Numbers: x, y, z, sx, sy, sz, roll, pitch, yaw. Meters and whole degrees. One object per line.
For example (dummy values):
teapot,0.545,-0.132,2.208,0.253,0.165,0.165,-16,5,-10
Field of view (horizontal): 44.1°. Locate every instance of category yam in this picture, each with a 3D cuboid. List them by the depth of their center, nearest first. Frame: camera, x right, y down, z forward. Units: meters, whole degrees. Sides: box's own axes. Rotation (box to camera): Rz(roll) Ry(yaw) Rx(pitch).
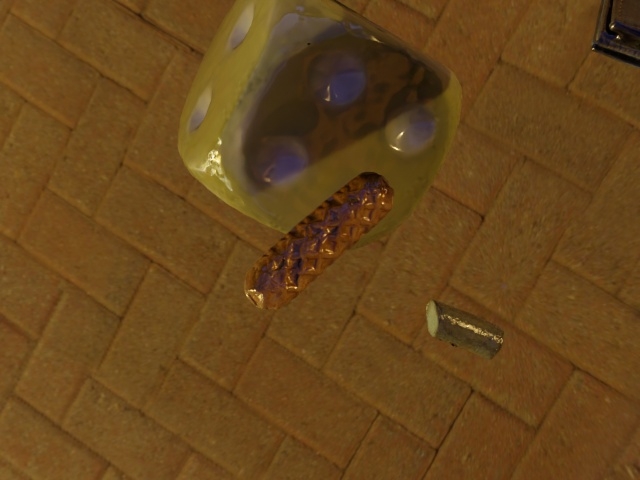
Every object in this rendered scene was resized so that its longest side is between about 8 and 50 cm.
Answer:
yam,0.159,0.101,0.887,0.094,0.043,0.043,21,92,-15

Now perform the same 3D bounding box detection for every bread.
bread,0.000,0.000,0.668,0.157,0.052,0.044,-41,108,-9

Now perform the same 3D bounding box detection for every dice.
dice,-0.006,-0.140,0.874,0.238,0.227,0.233,22,108,-25

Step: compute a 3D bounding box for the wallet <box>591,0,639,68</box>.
wallet,0.311,-0.208,0.628,0.169,0.317,0.044,21,136,5
